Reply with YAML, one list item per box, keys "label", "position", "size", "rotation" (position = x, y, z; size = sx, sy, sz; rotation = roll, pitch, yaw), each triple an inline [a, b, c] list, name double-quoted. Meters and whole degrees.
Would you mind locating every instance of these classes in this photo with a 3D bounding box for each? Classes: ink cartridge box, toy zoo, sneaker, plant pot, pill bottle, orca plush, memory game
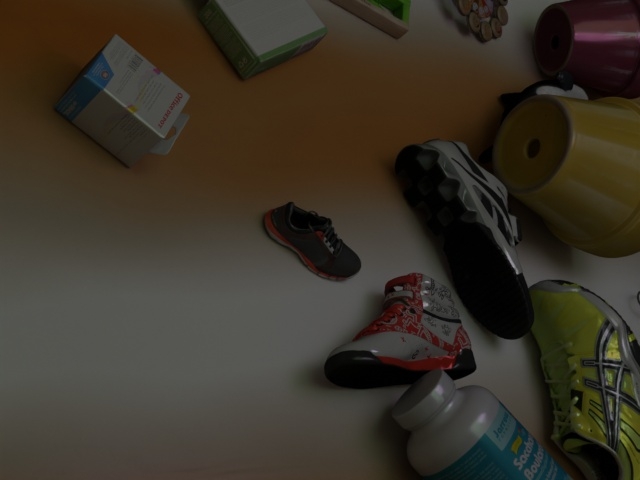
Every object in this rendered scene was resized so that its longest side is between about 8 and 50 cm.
- label: "ink cartridge box"
  position: [-0.245, -0.170, 1.614]
  size: [0.143, 0.090, 0.092]
  rotation: [40, 47, -16]
- label: "toy zoo"
  position: [0.071, -0.490, 2.106]
  size: [0.192, 0.030, 0.293]
  rotation: [25, 52, -27]
- label: "sneaker"
  position: [0.253, -0.014, 1.916]
  size: [0.146, 0.122, 0.330]
  rotation: [-19, 79, -42]
- label: "sneaker"
  position: [0.095, 0.120, 1.732]
  size: [0.270, 0.090, 0.145]
  rotation: [5, 62, -42]
- label: "plant pot"
  position: [0.408, -0.119, 2.003]
  size: [0.239, 0.254, 0.254]
  rotation: [16, 56, -37]
- label: "pill bottle"
  position: [0.216, 0.295, 1.687]
  size: [0.264, 0.146, 0.146]
  rotation: [47, 45, -9]
- label: "sneaker"
  position: [0.405, 0.233, 1.888]
  size: [0.147, 0.145, 0.384]
  rotation: [-16, 71, -35]
- label: "sneaker"
  position: [0.000, 0.000, 1.737]
  size: [0.158, 0.065, 0.061]
  rotation: [30, 50, -23]
- label: "orca plush"
  position: [0.344, -0.210, 2.157]
  size: [0.287, 0.102, 0.151]
  rotation: [-40, 138, -35]
- label: "plant pot"
  position: [0.493, -0.357, 2.278]
  size: [0.180, 0.201, 0.201]
  rotation: [-1, 66, -23]
- label: "ink cartridge box"
  position: [-0.114, -0.366, 1.863]
  size: [0.235, 0.056, 0.171]
  rotation: [54, 44, 3]
- label: "memory game"
  position: [0.281, -0.439, 2.221]
  size: [0.186, 0.012, 0.186]
  rotation: [16, 70, -50]

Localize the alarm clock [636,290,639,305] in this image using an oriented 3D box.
- label: "alarm clock"
  position: [0.612, 0.097, 2.196]
  size: [0.192, 0.064, 0.129]
  rotation: [-6, 70, -38]
